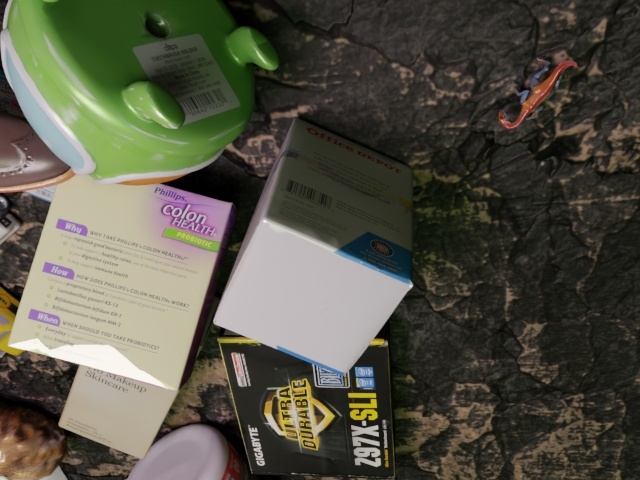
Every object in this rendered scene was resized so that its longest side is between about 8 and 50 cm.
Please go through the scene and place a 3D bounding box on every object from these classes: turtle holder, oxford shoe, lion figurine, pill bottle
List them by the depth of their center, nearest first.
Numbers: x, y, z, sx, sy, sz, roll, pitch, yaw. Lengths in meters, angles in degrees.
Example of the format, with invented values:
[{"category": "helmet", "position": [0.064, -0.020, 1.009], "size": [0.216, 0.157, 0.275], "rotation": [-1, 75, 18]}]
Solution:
[{"category": "turtle holder", "position": [-0.230, -0.197, 0.669], "size": [0.320, 0.244, 0.227], "rotation": [36, 140, -21]}, {"category": "oxford shoe", "position": [-0.413, -0.113, 0.718], "size": [0.271, 0.098, 0.097], "rotation": [6, 82, -13]}, {"category": "lion figurine", "position": [-0.652, 0.314, 1.132], "size": [0.392, 0.240, 0.142], "rotation": [35, 106, 3]}, {"category": "pill bottle", "position": [-0.176, 0.526, 1.173], "size": [0.210, 0.210, 0.363], "rotation": [-20, 120, 20]}]

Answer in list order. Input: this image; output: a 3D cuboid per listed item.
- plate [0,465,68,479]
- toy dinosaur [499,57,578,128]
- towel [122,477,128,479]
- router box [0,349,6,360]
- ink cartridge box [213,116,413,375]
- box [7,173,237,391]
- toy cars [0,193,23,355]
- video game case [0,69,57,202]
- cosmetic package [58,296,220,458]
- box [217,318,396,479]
[{"category": "plate", "position": [-0.661, 0.497, 1.324], "size": [0.277, 0.045, 0.278], "rotation": [-4, 123, 10]}, {"category": "toy dinosaur", "position": [0.238, -0.165, 0.727], "size": [0.047, 0.090, 0.082], "rotation": [34, 92, 3]}, {"category": "towel", "position": [-0.382, 0.505, 1.309], "size": [0.083, 0.009, 0.060], "rotation": [-31, 116, 26]}, {"category": "router box", "position": [-0.637, 0.173, 1.096], "size": [0.178, 0.046, 0.133], "rotation": [37, 122, -17]}, {"category": "ink cartridge box", "position": [0.000, 0.000, 0.771], "size": [0.171, 0.233, 0.168], "rotation": [23, 126, -8]}, {"category": "box", "position": [-0.245, 0.043, 0.833], "size": [0.213, 0.117, 0.243], "rotation": [15, 86, -3]}, {"category": "toy cars", "position": [-0.535, 0.038, 0.963], "size": [0.176, 0.087, 0.394], "rotation": [4, 125, 5]}, {"category": "video game case", "position": [-0.392, -0.135, 0.868], "size": [0.119, 0.015, 0.166], "rotation": [22, 125, -6]}, {"category": "cosmetic package", "position": [-0.293, 0.198, 1.024], "size": [0.160, 0.113, 0.310], "rotation": [24, 125, -8]}, {"category": "box", "position": [-0.010, 0.257, 1.045], "size": [0.256, 0.079, 0.322], "rotation": [-1, 124, 7]}]
